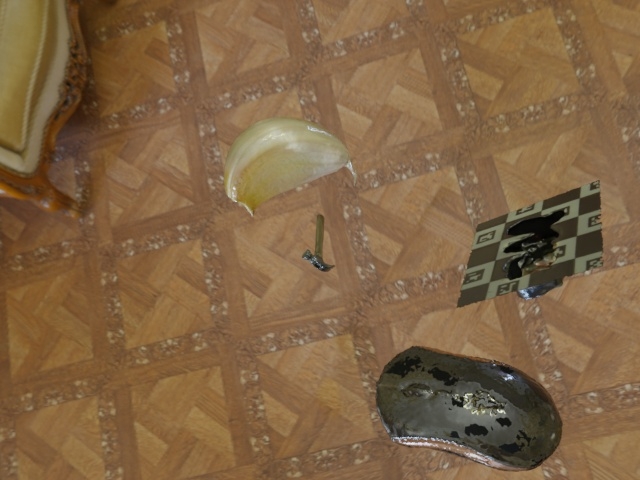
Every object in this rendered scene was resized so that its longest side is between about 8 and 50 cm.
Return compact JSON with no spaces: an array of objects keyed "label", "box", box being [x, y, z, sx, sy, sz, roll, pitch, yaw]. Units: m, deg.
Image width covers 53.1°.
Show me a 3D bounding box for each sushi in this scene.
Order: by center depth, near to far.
[{"label":"sushi","box":[0.467,0.041,1.357,0.296,0.373,0.100,-22,109,30]}]

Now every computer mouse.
[{"label":"computer mouse","box":[0.251,0.285,1.104,0.323,0.116,0.183,10,62,12]}]

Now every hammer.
[{"label":"hammer","box":[0.000,0.000,1.165,0.062,0.182,0.017,38,114,-17]}]

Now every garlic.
[{"label":"garlic","box":[-0.064,-0.149,1.181,0.244,0.145,0.164,-17,96,-6]}]
